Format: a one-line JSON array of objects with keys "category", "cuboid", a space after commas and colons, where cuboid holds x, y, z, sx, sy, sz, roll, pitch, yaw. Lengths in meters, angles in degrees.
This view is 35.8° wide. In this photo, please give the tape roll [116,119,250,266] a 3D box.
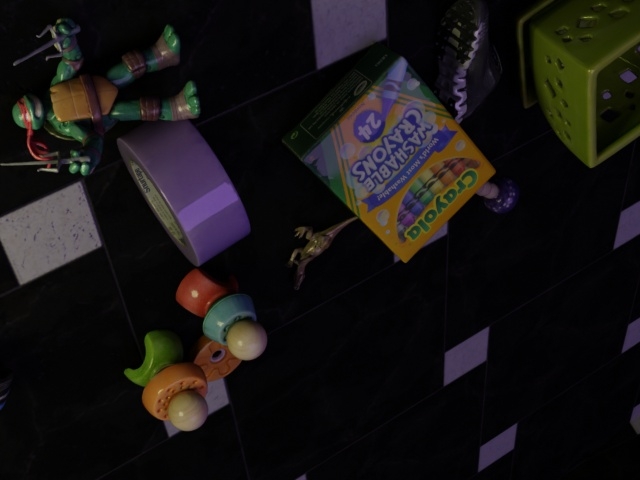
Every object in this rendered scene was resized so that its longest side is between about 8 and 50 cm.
[{"category": "tape roll", "cuboid": [-0.172, -0.067, 1.245, 0.080, 0.189, 0.189, -32, 141, -13]}]

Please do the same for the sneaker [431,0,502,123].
[{"category": "sneaker", "cuboid": [0.230, -0.279, 1.509, 0.106, 0.078, 0.234, -26, 143, -26]}]

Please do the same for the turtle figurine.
[{"category": "turtle figurine", "cuboid": [-0.265, -0.166, 1.135, 0.234, 0.118, 0.175, -18, 96, -18]}]

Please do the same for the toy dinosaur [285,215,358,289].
[{"category": "toy dinosaur", "cuboid": [0.000, 0.000, 1.594, 0.183, 0.053, 0.092, -45, 159, 13]}]

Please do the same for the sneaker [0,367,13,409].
[{"category": "sneaker", "cuboid": [-0.482, 0.168, 1.302, 0.188, 0.067, 0.078, 38, 76, -51]}]

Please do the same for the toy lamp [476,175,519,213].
[{"category": "toy lamp", "cuboid": [0.238, -0.100, 1.680, 0.274, 0.080, 0.080, 15, 114, -48]}]

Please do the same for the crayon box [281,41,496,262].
[{"category": "crayon box", "cuboid": [0.122, -0.111, 1.489, 0.203, 0.083, 0.323, -46, 127, 2]}]

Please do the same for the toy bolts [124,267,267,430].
[{"category": "toy bolts", "cuboid": [-0.152, 0.177, 1.519, 0.218, 0.158, 0.228, 8, 119, -46]}]

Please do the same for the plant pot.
[{"category": "plant pot", "cuboid": [0.438, -0.293, 1.572, 0.227, 0.207, 0.228, -35, 142, -12]}]
